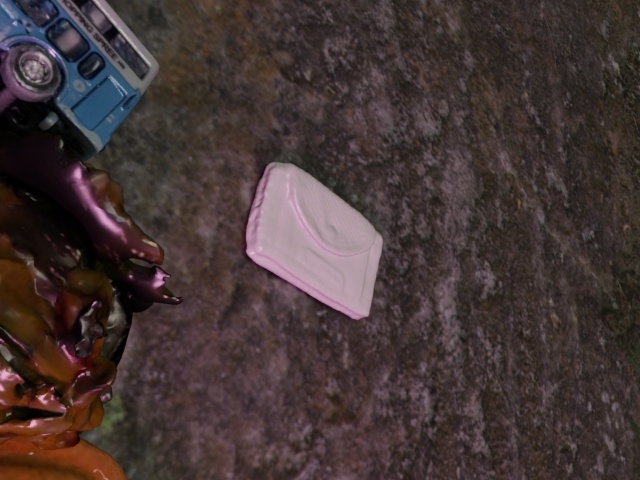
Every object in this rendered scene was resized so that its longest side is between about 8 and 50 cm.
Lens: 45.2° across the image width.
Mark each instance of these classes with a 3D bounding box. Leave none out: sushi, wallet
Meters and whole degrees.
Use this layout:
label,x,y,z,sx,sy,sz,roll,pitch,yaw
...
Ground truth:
label,x,y,z,sx,sy,sz,roll,pitch,yaw
sushi,-0.221,0.041,0.476,0.213,0.200,0.204,46,56,-19
wallet,0.000,0.000,0.838,0.183,0.031,0.124,35,57,-35

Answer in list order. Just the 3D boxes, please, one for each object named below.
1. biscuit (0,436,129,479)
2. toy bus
label,x,y,z,sx,sy,sz,roll,pitch,yaw
biscuit,-0.218,0.331,0.485,0.349,0.078,0.456,-26,96,-51
toy bus,-0.263,-0.190,0.573,0.297,0.106,0.131,49,44,-22
